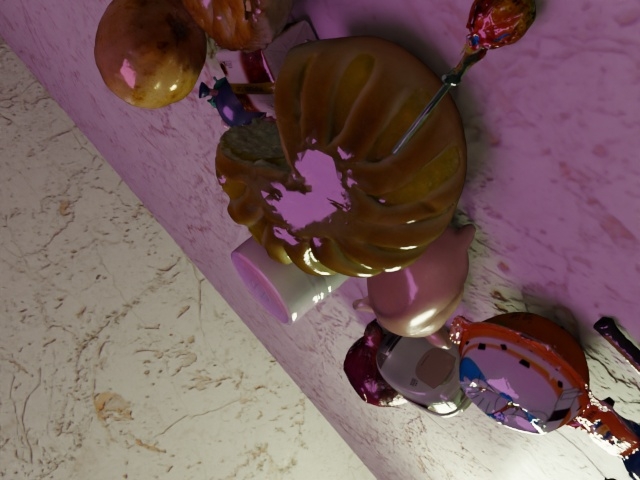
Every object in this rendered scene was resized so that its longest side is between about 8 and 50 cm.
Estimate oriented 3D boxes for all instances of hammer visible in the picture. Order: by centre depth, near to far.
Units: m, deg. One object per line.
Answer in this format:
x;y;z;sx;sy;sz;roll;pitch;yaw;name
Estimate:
0.411;0.173;0.746;0.201;0.021;0.078;47;160;10;hammer

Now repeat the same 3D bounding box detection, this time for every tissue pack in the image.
-0.069;-0.251;0.900;0.149;0.099;0.106;20;145;55;tissue pack

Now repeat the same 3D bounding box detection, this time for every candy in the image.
0.127;-0.157;0.587;0.060;0.060;0.201;46;124;13;candy

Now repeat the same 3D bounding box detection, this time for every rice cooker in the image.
0.203;0.243;1.149;0.206;0.145;0.127;29;164;38;rice cooker

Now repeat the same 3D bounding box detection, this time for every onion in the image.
0.129;0.277;1.401;0.195;0.140;0.218;36;153;52;onion

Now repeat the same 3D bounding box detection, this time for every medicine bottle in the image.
0.000;0.000;0.974;0.152;0.254;0.152;42;159;21;medicine bottle

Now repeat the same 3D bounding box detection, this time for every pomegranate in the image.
-0.303;-0.341;1.091;0.207;0.207;0.207;43;159;20;pomegranate

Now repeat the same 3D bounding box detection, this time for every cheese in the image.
0.322;0.209;0.849;0.329;0.129;0.217;35;156;20;cheese

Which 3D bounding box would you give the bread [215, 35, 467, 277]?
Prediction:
0.017;-0.085;0.759;0.333;0.160;0.332;12;117;25;bread

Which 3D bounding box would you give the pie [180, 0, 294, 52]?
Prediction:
-0.126;-0.379;0.749;0.315;0.092;0.315;46;151;35;pie

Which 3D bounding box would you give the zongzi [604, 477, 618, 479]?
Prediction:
0.526;0.476;0.771;0.362;0.319;0.383;49;179;-2;zongzi

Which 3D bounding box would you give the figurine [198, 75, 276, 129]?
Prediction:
-0.116;-0.221;1.083;0.195;0.111;0.102;50;178;-8;figurine

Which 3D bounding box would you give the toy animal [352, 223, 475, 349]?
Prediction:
0.145;0.064;0.926;0.166;0.154;0.250;41;159;24;toy animal
